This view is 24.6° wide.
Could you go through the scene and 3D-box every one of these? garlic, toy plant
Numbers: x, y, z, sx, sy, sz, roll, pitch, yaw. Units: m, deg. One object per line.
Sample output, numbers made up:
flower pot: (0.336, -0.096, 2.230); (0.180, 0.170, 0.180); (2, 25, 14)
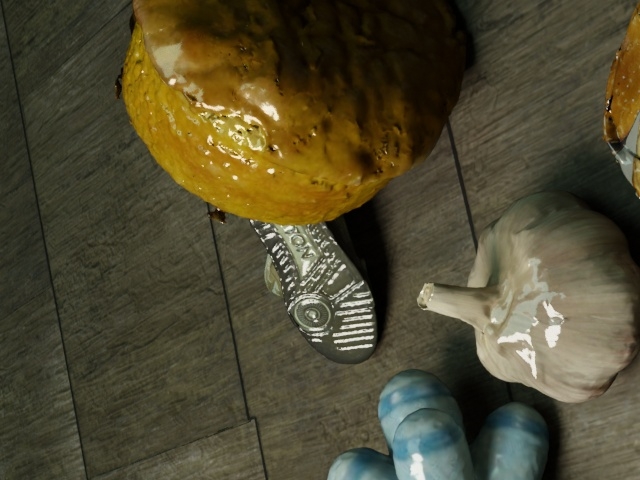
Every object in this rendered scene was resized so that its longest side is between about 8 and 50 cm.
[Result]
garlic: (0.199, 0.061, 1.464); (0.218, 0.212, 0.219); (6, 97, 58)
toy plant: (0.140, 0.289, 1.566); (0.247, 0.247, 0.332); (-43, 52, 45)

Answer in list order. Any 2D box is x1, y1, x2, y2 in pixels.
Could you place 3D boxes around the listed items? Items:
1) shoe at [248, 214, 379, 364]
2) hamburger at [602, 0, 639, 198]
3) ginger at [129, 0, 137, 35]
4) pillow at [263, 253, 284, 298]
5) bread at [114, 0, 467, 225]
shoe: (-0.002, 0.001, 1.788); (0.109, 0.149, 0.293); (-19, 115, 17)
hamburger: (0.356, -0.127, 1.337); (0.231, 0.106, 0.231); (12, 106, 50)
ginger: (-0.159, -0.268, 1.947); (0.165, 0.172, 0.321); (-32, 60, 7)
pillow: (-0.019, -0.023, 1.882); (0.130, 0.033, 0.218); (22, 108, 43)
bread: (-0.027, -0.208, 1.628); (0.215, 0.398, 0.398); (-51, 53, 47)
